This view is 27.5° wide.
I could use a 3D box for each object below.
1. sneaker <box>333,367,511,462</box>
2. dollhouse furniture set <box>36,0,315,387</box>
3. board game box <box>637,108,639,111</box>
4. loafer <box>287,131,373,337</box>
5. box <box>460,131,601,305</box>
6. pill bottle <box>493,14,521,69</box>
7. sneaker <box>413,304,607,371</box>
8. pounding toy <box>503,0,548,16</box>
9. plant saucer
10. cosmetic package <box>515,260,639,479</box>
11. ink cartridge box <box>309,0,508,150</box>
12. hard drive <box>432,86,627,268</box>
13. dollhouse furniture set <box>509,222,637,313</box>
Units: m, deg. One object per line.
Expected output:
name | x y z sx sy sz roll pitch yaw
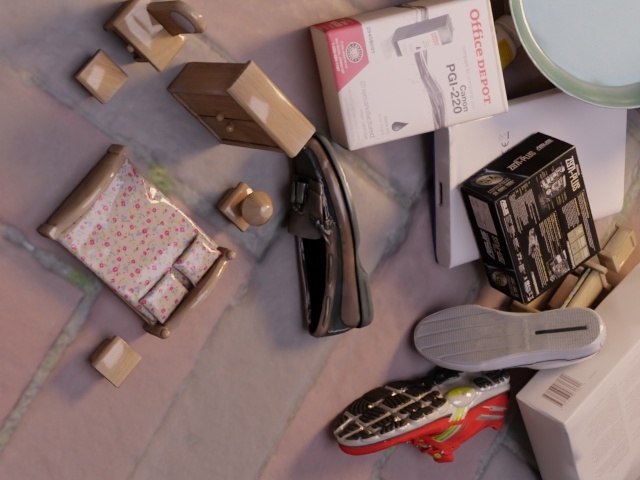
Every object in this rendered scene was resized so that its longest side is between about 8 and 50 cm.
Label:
sneaker | 0.149 0.254 1.773 0.279 0.107 0.118 -14 113 -27
dollhouse furniture set | -0.197 -0.048 1.470 0.303 0.174 0.355 46 73 -28
board game box | 0.572 -0.299 1.837 0.141 0.291 0.232 34 80 -30
loafer | 0.000 0.000 1.649 0.084 0.096 0.267 -22 110 -21
box | 0.287 -0.030 1.769 0.147 0.077 0.180 -34 124 -18
pill bottle | 0.223 -0.252 1.762 0.116 0.065 0.065 -43 116 -19
sneaker | 0.258 0.143 1.774 0.091 0.258 0.094 61 31 -61
pounding toy | 0.330 -0.406 1.805 0.269 0.155 0.154 -56 149 -2
plant saucer | 0.388 -0.330 1.696 0.318 0.044 0.317 -1 96 -11
cosmetic package | 0.459 0.198 1.906 0.377 0.097 0.284 -43 136 -19
ink cartridge box | 0.113 -0.216 1.649 0.218 0.092 0.158 -15 106 -11
hard drive | 0.296 -0.102 1.824 0.319 0.040 0.210 -17 117 -28
dollhouse furniture set | 0.380 0.077 1.914 0.182 0.101 0.161 -52 144 -15
